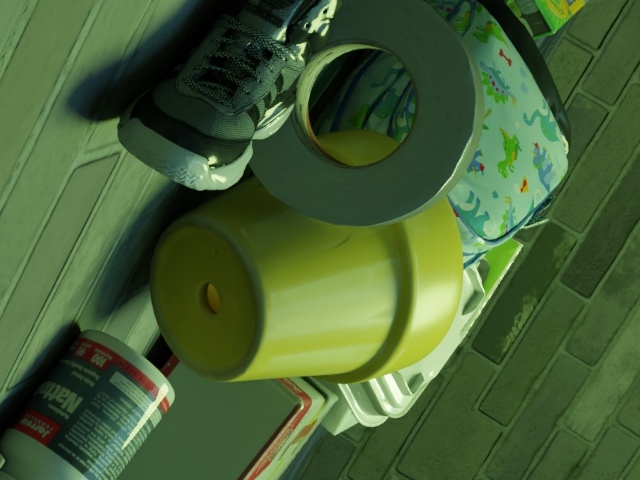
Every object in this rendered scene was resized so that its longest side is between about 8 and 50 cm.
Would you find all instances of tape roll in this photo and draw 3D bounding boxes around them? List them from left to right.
[{"bbox_3d":[0.035,-0.121,1.442,0.219,0.219,0.072,-59,170,7],"label":"tape roll"}]

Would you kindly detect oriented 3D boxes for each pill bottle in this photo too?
[{"bbox_3d":[-0.223,0.180,1.440,0.180,0.108,0.108,-54,171,-22],"label":"pill bottle"}]

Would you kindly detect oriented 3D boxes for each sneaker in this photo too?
[{"bbox_3d":[-0.065,-0.141,1.236,0.153,0.101,0.268,-62,176,23],"label":"sneaker"}]

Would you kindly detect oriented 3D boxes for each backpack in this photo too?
[{"bbox_3d":[0.130,-0.100,1.803,0.355,0.290,0.273,-37,-161,-28],"label":"backpack"}]

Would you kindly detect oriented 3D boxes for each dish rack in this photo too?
[{"bbox_3d":[0.090,0.036,1.968,0.285,0.072,0.333,-51,128,-36],"label":"dish rack"}]

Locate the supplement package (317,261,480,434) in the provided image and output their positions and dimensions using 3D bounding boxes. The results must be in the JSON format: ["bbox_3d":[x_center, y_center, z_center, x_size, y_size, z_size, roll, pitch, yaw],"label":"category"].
[{"bbox_3d":[0.048,0.092,2.234,0.262,0.199,0.198,-60,160,20],"label":"supplement package"}]

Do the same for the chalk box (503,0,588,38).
[{"bbox_3d":[0.249,-0.329,1.999,0.213,0.132,0.132,-42,-161,-32],"label":"chalk box"}]

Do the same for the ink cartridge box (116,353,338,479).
[{"bbox_3d":[-0.135,0.253,1.956,0.279,0.160,0.385,-53,172,0],"label":"ink cartridge box"}]

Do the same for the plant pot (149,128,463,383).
[{"bbox_3d":[-0.029,0.032,1.581,0.239,0.254,0.254,-16,143,-43],"label":"plant pot"}]

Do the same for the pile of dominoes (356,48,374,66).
[{"bbox_3d":[0.086,-0.209,2.003,0.196,0.040,0.251,-48,168,-46],"label":"pile of dominoes"}]

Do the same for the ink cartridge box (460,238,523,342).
[{"bbox_3d":[0.156,0.019,2.476,0.189,0.255,0.097,-57,171,0],"label":"ink cartridge box"}]

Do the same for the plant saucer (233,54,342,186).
[{"bbox_3d":[-0.032,-0.132,1.701,0.192,0.018,0.067,-54,170,-17],"label":"plant saucer"}]
